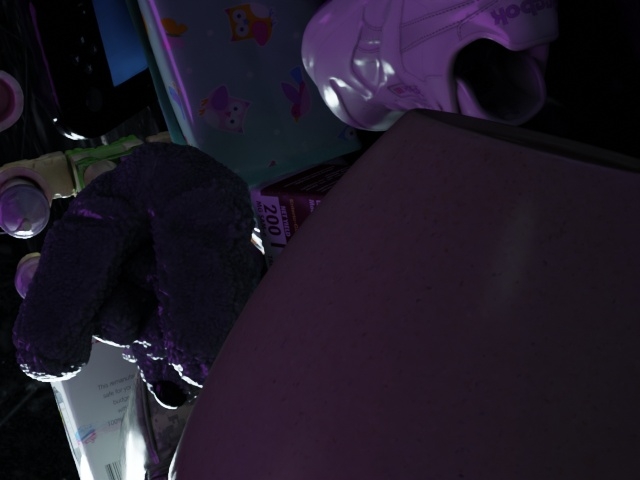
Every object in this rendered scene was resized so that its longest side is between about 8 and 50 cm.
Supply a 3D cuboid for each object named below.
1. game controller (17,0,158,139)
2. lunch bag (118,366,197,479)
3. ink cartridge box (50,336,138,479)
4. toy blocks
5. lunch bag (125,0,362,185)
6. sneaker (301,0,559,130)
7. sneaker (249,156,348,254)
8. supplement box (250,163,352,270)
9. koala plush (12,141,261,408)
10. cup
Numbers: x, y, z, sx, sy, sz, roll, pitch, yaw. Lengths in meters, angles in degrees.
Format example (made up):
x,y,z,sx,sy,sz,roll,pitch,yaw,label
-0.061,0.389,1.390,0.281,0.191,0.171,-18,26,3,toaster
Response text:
x,y,z,sx,sy,sz,roll,pitch,yaw,label
-0.163,-0.212,1.472,0.067,0.319,0.166,7,117,24,game controller
-0.137,0.241,1.931,0.256,0.213,0.305,66,161,14,lunch bag
-0.225,0.222,2.161,0.131,0.226,0.306,168,84,-71,ink cartridge box
-0.204,-0.050,1.700,0.260,0.289,0.309,-141,39,-69,toy blocks
-0.076,-0.179,1.407,0.262,0.160,0.223,-119,10,-73,lunch bag
0.071,-0.119,1.076,0.305,0.114,0.152,122,128,-69,sneaker
0.009,0.050,1.431,0.321,0.125,0.180,-130,28,-49,sneaker
0.064,0.019,1.169,0.239,0.073,0.130,5,112,46,supplement box
-0.110,0.052,1.312,0.221,0.196,0.203,64,-149,-61,koala plush
0.102,0.059,0.919,0.331,0.331,0.237,34,111,63,cup
